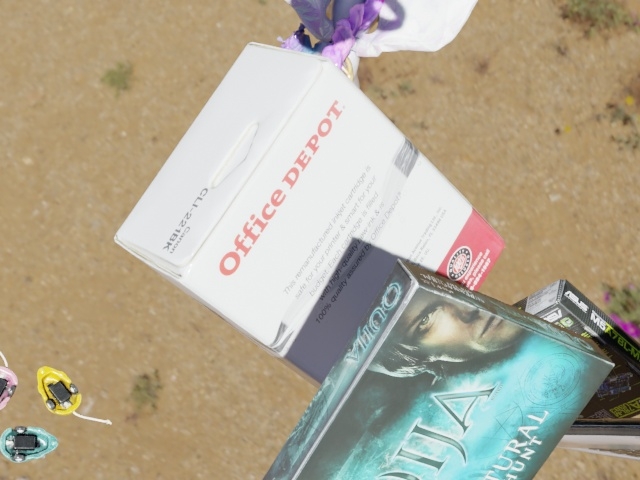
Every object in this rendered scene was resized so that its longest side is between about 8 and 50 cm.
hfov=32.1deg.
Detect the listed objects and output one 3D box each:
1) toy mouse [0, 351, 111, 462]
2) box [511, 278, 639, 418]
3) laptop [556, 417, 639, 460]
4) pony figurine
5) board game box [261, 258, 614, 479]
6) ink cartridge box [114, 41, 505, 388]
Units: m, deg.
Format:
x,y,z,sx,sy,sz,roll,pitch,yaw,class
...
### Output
x,y,z,sx,sy,sz,roll,pitch,yaw,class
-0.343,0.198,1.250,0.161,0.031,0.143,45,59,6,toy mouse
0.265,0.145,1.253,0.190,0.184,0.045,-36,23,44,box
0.394,0.279,0.876,0.382,0.407,0.237,-13,68,51,laptop
0.049,-0.315,1.584,0.302,0.363,0.351,20,103,-2,pony figurine
0.043,0.110,0.543,0.186,0.126,0.026,-60,29,16,board game box
0.000,0.000,0.906,0.114,0.273,0.197,23,76,48,ink cartridge box
